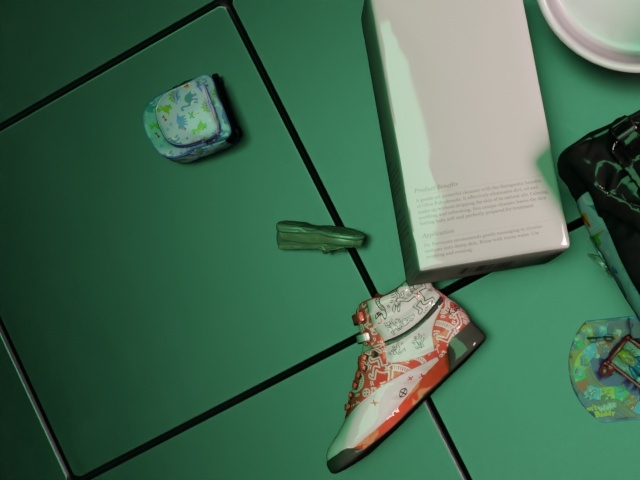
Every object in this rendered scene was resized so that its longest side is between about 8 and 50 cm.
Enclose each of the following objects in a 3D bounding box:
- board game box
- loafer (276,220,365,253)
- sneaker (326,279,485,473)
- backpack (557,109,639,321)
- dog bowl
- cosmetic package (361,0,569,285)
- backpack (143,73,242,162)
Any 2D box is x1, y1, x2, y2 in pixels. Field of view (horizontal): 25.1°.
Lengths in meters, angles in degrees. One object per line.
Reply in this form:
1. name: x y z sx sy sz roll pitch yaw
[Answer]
1. board game box: 0.401 0.163 1.829 0.168 0.033 0.133 -7 86 13
2. loafer: 0.000 0.000 1.924 0.125 0.045 0.039 9 106 19
3. sneaker: 0.073 0.168 1.874 0.270 0.090 0.145 -45 79 4
4. backpack: 0.484 0.017 1.724 0.290 0.273 0.356 -26 68 2
5. dog bowl: 0.399 -0.346 1.781 0.264 0.104 0.265 3 105 13
6. cosmetic package: 0.176 -0.144 1.801 0.197 0.155 0.366 -8 81 -3
7. backpack: -0.181 -0.163 1.946 0.114 0.084 0.105 -23 81 13
